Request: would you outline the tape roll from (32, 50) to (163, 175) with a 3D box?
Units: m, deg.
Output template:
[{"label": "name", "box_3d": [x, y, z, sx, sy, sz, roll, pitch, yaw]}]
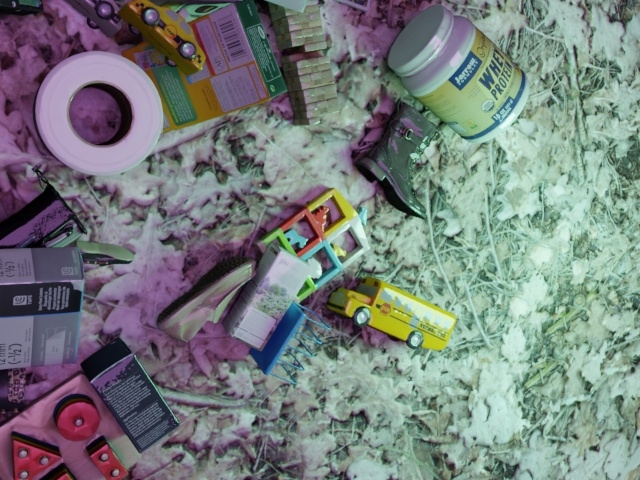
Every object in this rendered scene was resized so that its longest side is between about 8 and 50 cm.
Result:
[{"label": "tape roll", "box_3d": [-0.461, -0.258, 1.521, 0.246, 0.169, 0.245, -3, 98, -22]}]

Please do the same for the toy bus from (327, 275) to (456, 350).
[{"label": "toy bus", "box_3d": [0.188, 0.191, 1.929, 0.333, 0.108, 0.130, 26, 84, -26]}]

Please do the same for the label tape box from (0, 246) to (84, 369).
[{"label": "label tape box", "box_3d": [-0.654, 0.140, 1.448, 0.348, 0.115, 0.249, -3, 132, -27]}]

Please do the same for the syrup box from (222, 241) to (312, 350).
[{"label": "syrup box", "box_3d": [-0.128, 0.132, 1.754, 0.093, 0.096, 0.236, 31, 91, -21]}]

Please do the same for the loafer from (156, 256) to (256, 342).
[{"label": "loafer", "box_3d": [-0.253, 0.137, 1.720, 0.269, 0.102, 0.092, -36, 112, -8]}]

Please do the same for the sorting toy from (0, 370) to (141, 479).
[{"label": "sorting toy", "box_3d": [-0.559, 0.467, 1.609, 0.257, 0.089, 0.255, -35, 109, -18]}]

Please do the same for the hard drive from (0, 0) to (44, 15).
[{"label": "hard drive", "box_3d": [-0.649, -0.542, 1.337, 0.064, 0.339, 0.236, -4, 101, 17]}]

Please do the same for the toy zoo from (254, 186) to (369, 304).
[{"label": "toy zoo", "box_3d": [0.000, 0.000, 1.859, 0.293, 0.030, 0.192, -38, 110, -17]}]

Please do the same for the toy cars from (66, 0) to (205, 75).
[{"label": "toy cars", "box_3d": [-0.390, -0.469, 1.500, 0.394, 0.176, 0.087, 28, 73, 14]}]

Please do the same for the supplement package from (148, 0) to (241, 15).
[{"label": "supplement package", "box_3d": [-0.269, -0.570, 1.565, 0.194, 0.203, 0.149, -4, 98, -25]}]

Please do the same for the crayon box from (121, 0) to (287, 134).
[{"label": "crayon box", "box_3d": [-0.252, -0.366, 1.587, 0.083, 0.323, 0.203, -45, 118, -54]}]

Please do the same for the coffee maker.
[{"label": "coffee maker", "box_3d": [-0.605, -0.029, 1.524, 0.178, 0.120, 0.171, -39, 95, -18]}]

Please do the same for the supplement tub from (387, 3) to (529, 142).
[{"label": "supplement tub", "box_3d": [0.348, -0.420, 1.870, 0.316, 0.228, 0.228, 34, 81, -25]}]

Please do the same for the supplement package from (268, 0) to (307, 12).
[{"label": "supplement package", "box_3d": [-0.058, -0.640, 1.619, 0.134, 0.139, 0.244, 19, 52, -2]}]

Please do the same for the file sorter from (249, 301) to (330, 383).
[{"label": "file sorter", "box_3d": [-0.072, 0.245, 1.790, 0.105, 0.118, 0.170, 30, 94, -29]}]

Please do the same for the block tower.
[{"label": "block tower", "box_3d": [-0.040, -0.446, 1.754, 0.097, 0.091, 0.335, -16, 103, -23]}]

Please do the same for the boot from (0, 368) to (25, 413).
[{"label": "boot", "box_3d": [-0.710, 0.363, 1.526, 0.179, 0.085, 0.236, 5, 92, -28]}]

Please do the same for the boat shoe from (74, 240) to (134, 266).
[{"label": "boat shoe", "box_3d": [-0.477, 0.034, 1.626, 0.133, 0.049, 0.042, 10, 119, -33]}]

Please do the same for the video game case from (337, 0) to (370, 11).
[{"label": "video game case", "box_3d": [0.051, -0.676, 1.810, 0.191, 0.022, 0.173, 12, 90, -27]}]

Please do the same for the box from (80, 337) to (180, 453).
[{"label": "box", "box_3d": [-0.420, 0.338, 1.627, 0.108, 0.153, 0.207, -35, 108, -18]}]

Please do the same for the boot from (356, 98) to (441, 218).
[{"label": "boot", "box_3d": [0.240, -0.209, 1.918, 0.263, 0.091, 0.229, 44, 78, -21]}]
